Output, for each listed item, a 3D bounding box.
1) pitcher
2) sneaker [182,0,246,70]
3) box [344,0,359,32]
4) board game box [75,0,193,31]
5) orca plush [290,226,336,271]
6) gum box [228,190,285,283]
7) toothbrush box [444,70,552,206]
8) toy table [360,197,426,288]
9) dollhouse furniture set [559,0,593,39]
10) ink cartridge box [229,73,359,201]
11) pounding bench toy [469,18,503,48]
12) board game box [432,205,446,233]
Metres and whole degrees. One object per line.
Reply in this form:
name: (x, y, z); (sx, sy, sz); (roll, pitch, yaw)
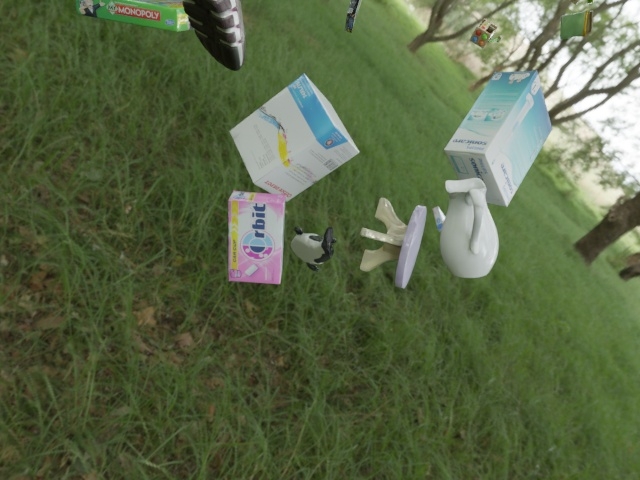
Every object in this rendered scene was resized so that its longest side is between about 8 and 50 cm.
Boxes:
pitcher: (0.323, -0.021, 0.998); (0.178, 0.125, 0.207); (-59, 144, -72)
sneaker: (-0.109, -0.375, 0.610); (0.106, 0.162, 0.281); (38, -19, 24)
box: (0.110, -0.744, 1.455); (0.027, 0.137, 0.094); (17, -8, 0)
board game box: (-0.358, -0.523, 1.045); (0.213, 0.046, 0.317); (10, 29, 4)
orca plush: (0.000, 0.000, 1.402); (0.102, 0.287, 0.151); (-29, 84, -21)
gum box: (-0.130, 0.000, 0.944); (0.107, 0.188, 0.062); (4, 23, -2)
toothbrush box: (0.492, -0.276, 1.258); (0.126, 0.296, 0.216); (18, -21, 46)
toy table: (0.238, 0.003, 1.533); (0.160, 0.274, 0.252); (17, -8, 21)
dollhouse furniture set: (0.657, -0.603, 1.184); (0.058, 0.076, 0.152); (-16, 106, -55)
ink cartridge box: (-0.074, -0.280, 1.314); (0.197, 0.270, 0.198); (63, 16, 20)
pounding bench toy: (0.521, -0.636, 1.440); (0.083, 0.052, 0.065); (36, 62, 8)
board game box: (0.356, -0.039, 1.313); (0.090, 0.020, 0.090); (42, 30, -31)
